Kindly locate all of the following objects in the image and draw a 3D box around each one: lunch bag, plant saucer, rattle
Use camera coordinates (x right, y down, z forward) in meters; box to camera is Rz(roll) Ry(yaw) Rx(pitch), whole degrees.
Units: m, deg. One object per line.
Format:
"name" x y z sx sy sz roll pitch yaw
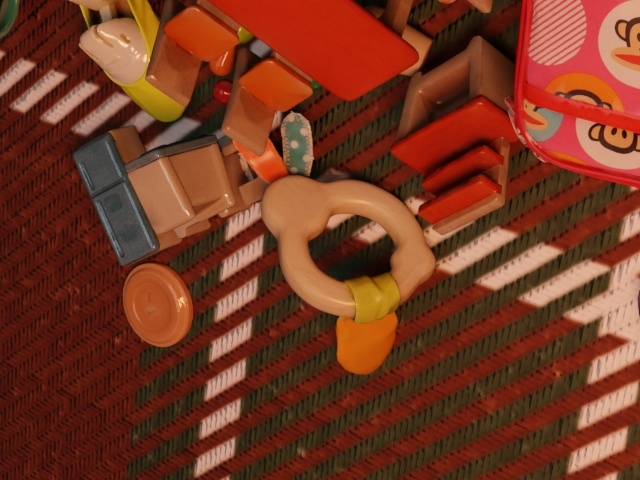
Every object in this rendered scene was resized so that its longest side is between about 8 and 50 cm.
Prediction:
"lunch bag" 0.281 -0.122 1.113 0.293 0.120 0.258 16 124 18
"plant saucer" -0.158 0.062 1.565 0.083 0.013 0.083 9 107 33
"rattle" 0.000 0.000 1.403 0.199 0.143 0.130 40 79 17

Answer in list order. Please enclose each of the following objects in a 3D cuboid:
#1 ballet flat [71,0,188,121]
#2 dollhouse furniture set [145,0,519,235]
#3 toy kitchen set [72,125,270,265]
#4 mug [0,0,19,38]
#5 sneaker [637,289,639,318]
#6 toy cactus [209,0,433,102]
"ballet flat" -0.195 -0.210 1.478 0.077 0.077 0.231 -22 89 36
"dollhouse furniture set" 0.033 -0.131 1.205 0.259 0.135 0.262 33 139 -28
"toy kitchen set" -0.160 -0.054 1.439 0.207 0.166 0.122 -25 87 37
"mug" -0.325 -0.280 1.539 0.129 0.097 0.158 30 118 25
"sneaker" 0.288 0.118 1.198 0.083 0.087 0.221 -37 60 32
"toy cactus" 0.006 -0.184 1.346 0.180 0.112 0.219 25 114 7
